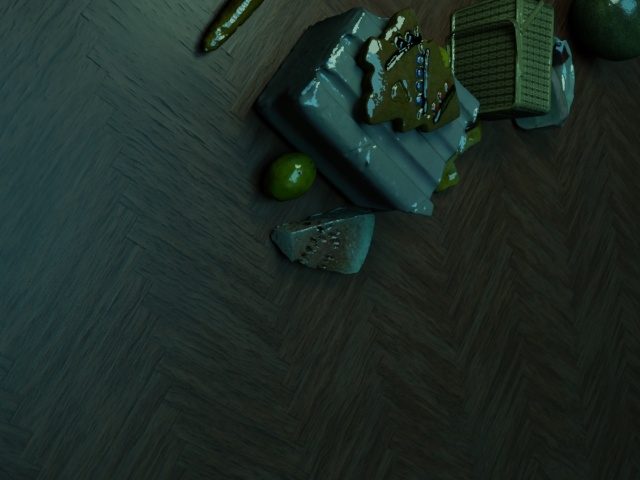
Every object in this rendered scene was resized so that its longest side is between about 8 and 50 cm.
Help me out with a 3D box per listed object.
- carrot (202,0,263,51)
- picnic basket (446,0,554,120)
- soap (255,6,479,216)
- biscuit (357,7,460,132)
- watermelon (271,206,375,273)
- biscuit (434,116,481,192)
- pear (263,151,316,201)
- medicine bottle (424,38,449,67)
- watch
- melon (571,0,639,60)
[{"bbox_3d":[-0.159,-0.518,1.427,0.066,0.066,0.314,45,70,-29],"label":"carrot"},{"bbox_3d":[0.476,-0.487,1.788,0.175,0.228,0.312,-2,94,-39],"label":"picnic basket"},{"bbox_3d":[0.117,-0.297,1.545,0.435,0.213,0.350,39,72,-31],"label":"soap"},{"bbox_3d":[0.208,-0.347,1.454,0.302,0.043,0.278,21,80,-34],"label":"biscuit"},{"bbox_3d":[0.000,0.000,1.564,0.241,0.094,0.154,0,102,-35],"label":"watermelon"},{"bbox_3d":[0.361,-0.227,1.797,0.174,0.039,0.183,-19,121,-25],"label":"biscuit"},{"bbox_3d":[-0.067,-0.144,1.482,0.131,0.107,0.107,-48,119,-6],"label":"pear"},{"bbox_3d":[0.224,-0.482,1.702,0.261,0.064,0.094,12,91,-36],"label":"medicine bottle"},{"bbox_3d":[0.671,-0.476,1.993,0.241,0.162,0.253,-43,119,-40],"label":"watch"},{"bbox_3d":[0.922,-0.694,2.091,0.302,0.238,0.237,32,74,-38],"label":"melon"}]
